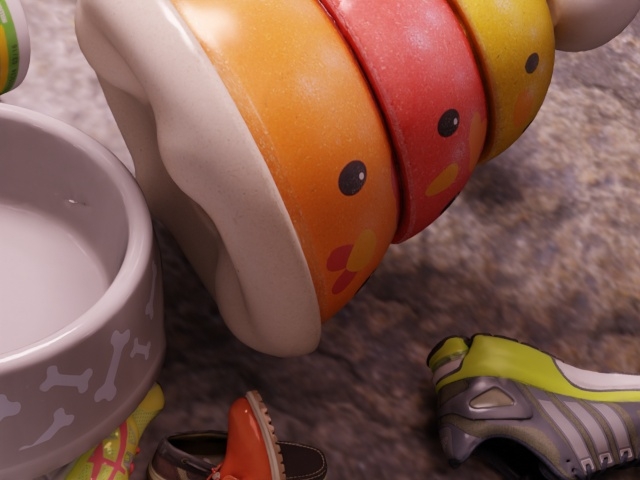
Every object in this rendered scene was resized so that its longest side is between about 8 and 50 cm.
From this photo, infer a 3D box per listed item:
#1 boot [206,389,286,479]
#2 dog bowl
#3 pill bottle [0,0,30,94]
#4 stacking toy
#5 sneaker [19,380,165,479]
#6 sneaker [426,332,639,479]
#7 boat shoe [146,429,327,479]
[{"bbox_3d":[-0.070,0.193,0.930,0.085,0.059,0.158,-2,96,-14],"label":"boot"},{"bbox_3d":[-0.282,0.021,0.923,0.349,0.102,0.348,5,42,-5],"label":"dog bowl"},{"bbox_3d":[-0.385,-0.155,1.047,0.246,0.136,0.136,-30,70,-38],"label":"pill bottle"},{"bbox_3d":[0.073,-0.154,1.022,0.480,0.350,0.350,-29,68,-12],"label":"stacking toy"},{"bbox_3d":[-0.176,0.187,0.925,0.094,0.081,0.208,49,46,-8],"label":"sneaker"},{"bbox_3d":[0.233,0.182,1.103,0.300,0.111,0.121,14,60,-7],"label":"sneaker"},{"bbox_3d":[-0.061,0.179,0.987,0.152,0.049,0.056,2,41,-25],"label":"boat shoe"}]
